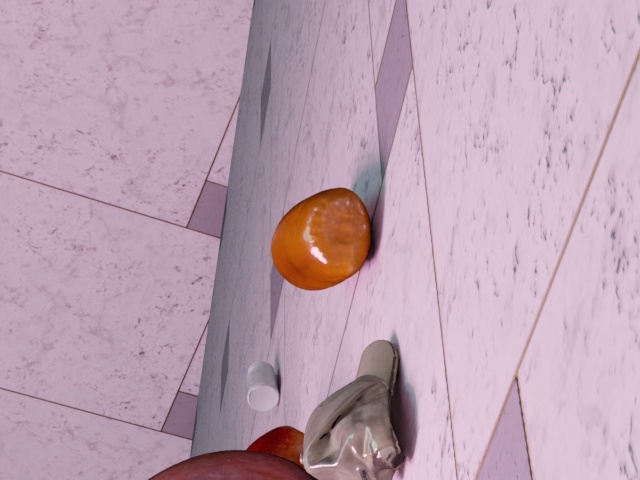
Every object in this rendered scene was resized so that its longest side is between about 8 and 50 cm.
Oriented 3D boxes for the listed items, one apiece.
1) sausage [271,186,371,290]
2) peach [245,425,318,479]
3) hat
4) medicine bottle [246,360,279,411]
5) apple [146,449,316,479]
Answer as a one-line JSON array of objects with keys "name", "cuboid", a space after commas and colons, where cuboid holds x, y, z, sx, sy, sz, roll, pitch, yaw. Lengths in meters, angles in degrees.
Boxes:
[{"name": "sausage", "cuboid": [0.000, 0.000, 1.568, 0.238, 0.098, 0.098, 146, 129, -79]}, {"name": "peach", "cuboid": [-0.047, 0.260, 1.716, 0.101, 0.101, 0.100, -174, 90, -83]}, {"name": "hat", "cuboid": [0.032, 0.148, 1.292, 0.166, 0.081, 0.122, -77, 2, -50]}, {"name": "medicine bottle", "cuboid": [-0.085, 0.212, 2.215, 0.083, 0.047, 0.047, -102, 20, -68]}, {"name": "apple", "cuboid": [-0.111, 0.360, 1.555, 0.306, 0.235, 0.305, -174, 90, -80]}]
